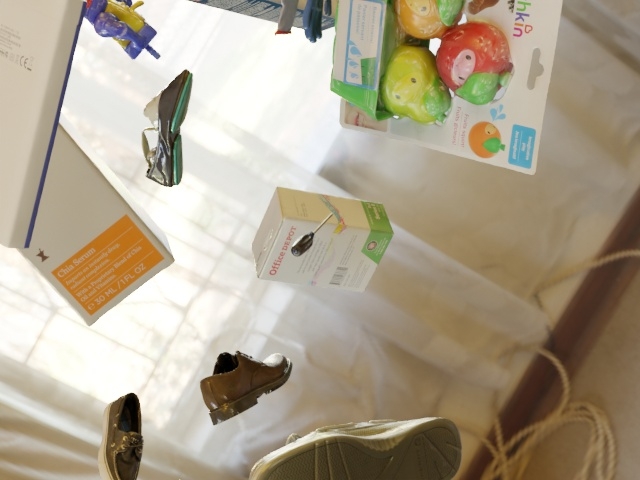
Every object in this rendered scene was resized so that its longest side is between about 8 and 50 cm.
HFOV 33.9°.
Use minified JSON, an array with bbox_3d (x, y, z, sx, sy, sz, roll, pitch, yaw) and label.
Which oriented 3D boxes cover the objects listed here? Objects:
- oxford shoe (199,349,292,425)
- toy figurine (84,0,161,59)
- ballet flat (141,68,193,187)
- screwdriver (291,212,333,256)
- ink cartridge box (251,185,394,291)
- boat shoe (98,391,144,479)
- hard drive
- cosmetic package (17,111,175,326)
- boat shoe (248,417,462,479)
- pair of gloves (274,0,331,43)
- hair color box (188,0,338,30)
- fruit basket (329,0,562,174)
[{"bbox_3d":[-0.116,0.212,1.692,0.082,0.096,0.227,-29,-3,26],"label":"oxford shoe"},{"bbox_3d":[-0.381,-0.361,1.804,0.191,0.217,0.362,-57,27,6],"label":"toy figurine"},{"bbox_3d":[-0.241,-0.173,1.613,0.074,0.074,0.203,-90,9,-56],"label":"ballet flat"},{"bbox_3d":[-0.010,-0.017,1.654,0.024,0.025,0.170,-28,14,28],"label":"screwdriver"},{"bbox_3d":[0.000,0.000,1.880,0.093,0.212,0.154,-107,33,-44],"label":"ink cartridge box"},{"bbox_3d":[-0.371,0.387,2.019,0.076,0.080,0.229,-42,33,24],"label":"boat shoe"},{"bbox_3d":[-0.403,-0.176,1.349,0.210,0.040,0.319,29,108,40],"label":"hard drive"},{"bbox_3d":[-0.519,-0.078,2.086,0.230,0.453,0.161,-38,23,0],"label":"cosmetic package"},{"bbox_3d":[0.037,0.285,1.324,0.103,0.320,0.118,-5,94,52],"label":"boat shoe"},{"bbox_3d":[-0.025,-0.389,1.626,0.198,0.023,0.159,-15,-64,-65],"label":"pair of gloves"},{"bbox_3d":[-0.108,-0.515,1.971,0.105,0.347,0.174,-7,80,50],"label":"hair color box"},{"bbox_3d":[0.179,-0.288,1.574,0.353,0.165,0.327,22,117,36],"label":"fruit basket"}]
